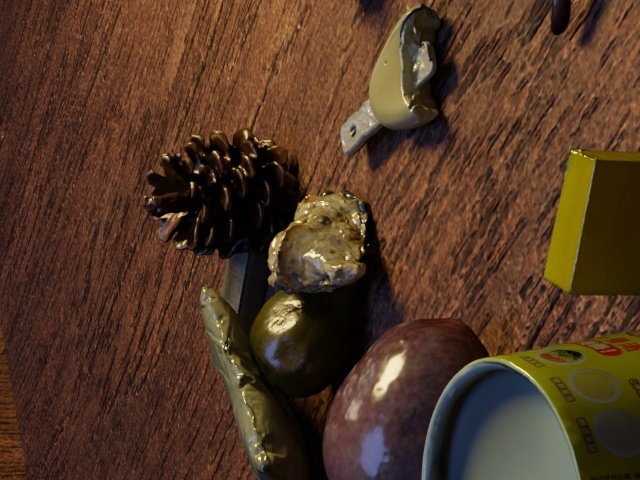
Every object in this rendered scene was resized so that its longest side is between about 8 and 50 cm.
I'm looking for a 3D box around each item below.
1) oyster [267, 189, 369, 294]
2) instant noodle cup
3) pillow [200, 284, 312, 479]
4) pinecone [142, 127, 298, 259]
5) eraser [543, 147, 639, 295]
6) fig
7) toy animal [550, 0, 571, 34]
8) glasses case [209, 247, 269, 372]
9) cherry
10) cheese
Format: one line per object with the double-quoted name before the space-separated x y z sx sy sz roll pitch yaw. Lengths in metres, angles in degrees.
"oyster" 0.000 0.000 1.703 0.191 0.081 0.163 22 69 48
"instant noodle cup" 0.230 0.203 1.105 0.311 0.221 0.311 -7 82 64
"pillow" -0.074 0.227 1.811 0.274 0.076 0.281 72 177 -56
"pinecone" -0.148 -0.061 1.919 0.168 0.212 0.186 -142 47 -60
"eraser" 0.255 -0.016 1.203 0.045 0.097 0.122 -144 60 -60
"fig" 0.005 0.113 1.744 0.127 0.184 0.133 60 -176 -27
"toy animal" 0.272 -0.295 1.179 0.324 0.090 0.195 -2 94 64
"glasses case" -0.121 0.098 2.045 0.071 0.047 0.205 45 129 55
"cherry" 0.099 0.205 1.429 0.213 0.183 0.266 13 85 55
"cheese" 0.079 -0.168 1.628 0.235 0.049 0.127 -39 56 57
